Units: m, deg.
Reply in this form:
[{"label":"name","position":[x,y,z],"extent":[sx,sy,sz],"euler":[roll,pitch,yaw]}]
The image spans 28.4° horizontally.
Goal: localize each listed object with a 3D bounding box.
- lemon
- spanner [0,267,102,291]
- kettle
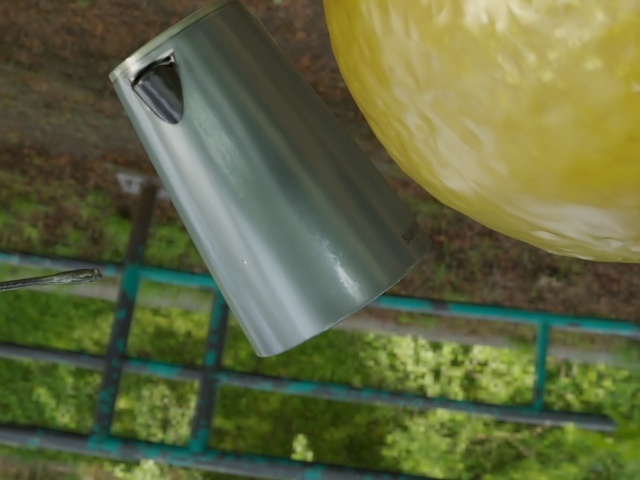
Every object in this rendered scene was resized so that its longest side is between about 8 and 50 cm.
[{"label":"lemon","position":[0.119,-0.106,0.444],"extent":[0.236,0.236,0.263],"euler":[16,-172,-20]},{"label":"spanner","position":[-0.332,0.048,1.194],"extent":[0.254,0.015,0.054],"euler":[-8,178,-18]},{"label":"kettle","position":[-0.035,-0.066,0.969],"extent":[0.160,0.210,0.243],"euler":[-28,98,32]}]
